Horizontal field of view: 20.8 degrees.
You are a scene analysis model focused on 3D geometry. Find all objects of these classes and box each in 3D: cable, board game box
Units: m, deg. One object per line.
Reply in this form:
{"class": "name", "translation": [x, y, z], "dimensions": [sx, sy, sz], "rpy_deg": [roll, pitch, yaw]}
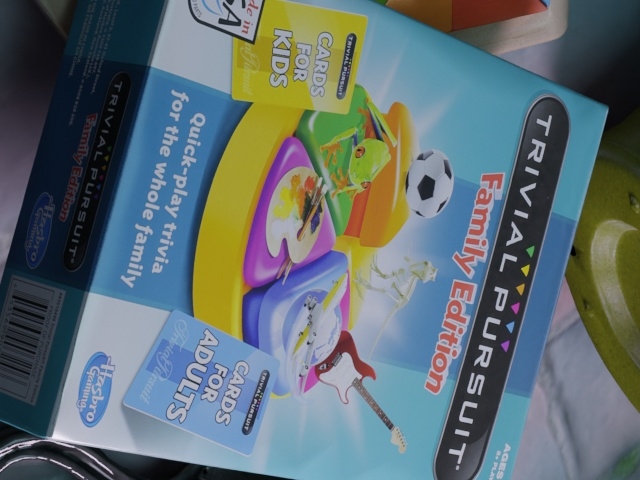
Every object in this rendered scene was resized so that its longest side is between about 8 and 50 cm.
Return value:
{"class": "cable", "translation": [-0.093, 0.155, 1.065], "dimensions": [0.287, 0.072, 0.139], "rpy_deg": [7, 122, -29]}
{"class": "board game box", "translation": [0.000, 0.000, 0.942], "dimensions": [0.336, 0.079, 0.254], "rpy_deg": [16, 88, -43]}

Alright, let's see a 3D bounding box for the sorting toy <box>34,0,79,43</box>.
{"class": "sorting toy", "translation": [-0.114, -0.181, 0.881], "dimensions": [0.132, 0.046, 0.274], "rpy_deg": [-47, 131, -13]}

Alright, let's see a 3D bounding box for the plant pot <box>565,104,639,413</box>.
{"class": "plant pot", "translation": [0.363, -0.021, 1.178], "dimensions": [0.353, 0.366, 0.366], "rpy_deg": [-25, 124, -15]}

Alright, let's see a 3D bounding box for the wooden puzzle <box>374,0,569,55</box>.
{"class": "wooden puzzle", "translation": [0.070, -0.202, 1.026], "dimensions": [0.238, 0.044, 0.221], "rpy_deg": [-20, 121, -32]}
